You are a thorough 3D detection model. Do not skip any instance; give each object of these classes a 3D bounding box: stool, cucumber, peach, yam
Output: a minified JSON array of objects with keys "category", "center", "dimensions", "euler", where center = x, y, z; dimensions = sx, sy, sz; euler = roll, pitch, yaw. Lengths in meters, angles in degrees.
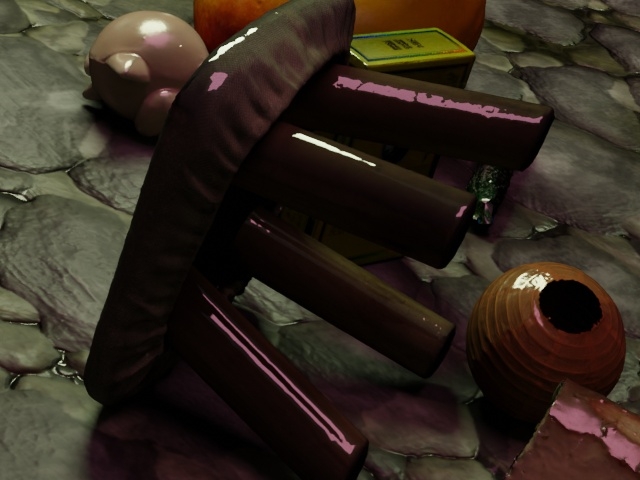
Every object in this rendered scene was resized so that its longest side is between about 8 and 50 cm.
[{"category":"stool","center":[0.000,0.000,1.387],"dimensions":[0.226,0.310,0.310],"euler":[27,29,11]},{"category":"cucumber","center":[0.184,-0.075,1.919],"dimensions":[0.044,0.043,0.256],"euler":[15,27,8]},{"category":"peach","center":[0.010,-0.252,1.925],"dimensions":[0.308,0.289,0.289],"euler":[-36,47,-11]},{"category":"yam","center":[0.242,0.206,1.326],"dimensions":[0.238,0.129,0.128],"euler":[29,30,17]}]

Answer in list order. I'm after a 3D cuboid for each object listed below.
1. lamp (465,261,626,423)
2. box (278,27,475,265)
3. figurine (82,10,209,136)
[{"category":"lamp","center":[0.186,0.086,1.514],"dimensions":[0.136,0.136,0.136],"euler":[13,27,-7]},{"category":"box","center":[0.044,-0.081,1.651],"dimensions":[0.141,0.220,0.064],"euler":[-9,37,-42]},{"category":"figurine","center":[-0.171,-0.168,1.824],"dimensions":[0.125,0.125,0.138],"euler":[0,15,-30]}]
